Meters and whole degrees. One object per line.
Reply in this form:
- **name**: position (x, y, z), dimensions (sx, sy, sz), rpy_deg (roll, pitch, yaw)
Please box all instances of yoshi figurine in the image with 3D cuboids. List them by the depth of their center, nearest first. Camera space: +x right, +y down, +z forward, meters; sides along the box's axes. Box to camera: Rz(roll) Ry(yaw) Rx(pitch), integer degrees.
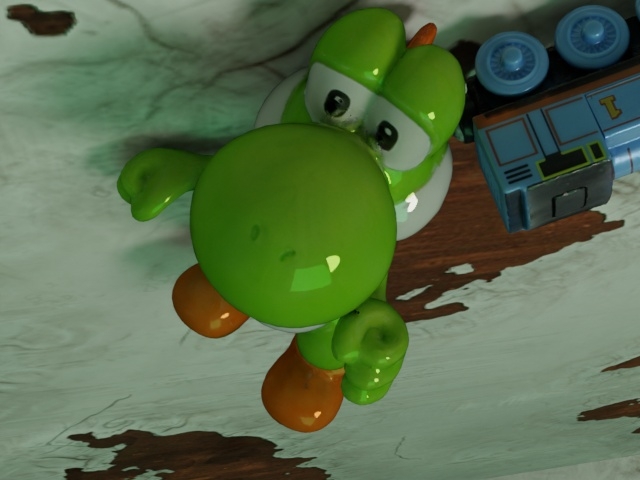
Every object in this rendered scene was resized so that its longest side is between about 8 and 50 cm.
- **yoshi figurine**: position (-0.024, 0.011, 0.660), dimensions (0.204, 0.203, 0.362), rpy_deg (2, 152, -12)

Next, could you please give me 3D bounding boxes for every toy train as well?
- **toy train**: position (0.168, -0.079, 0.616), dimensions (0.184, 0.105, 0.080), rpy_deg (-19, 157, 3)
